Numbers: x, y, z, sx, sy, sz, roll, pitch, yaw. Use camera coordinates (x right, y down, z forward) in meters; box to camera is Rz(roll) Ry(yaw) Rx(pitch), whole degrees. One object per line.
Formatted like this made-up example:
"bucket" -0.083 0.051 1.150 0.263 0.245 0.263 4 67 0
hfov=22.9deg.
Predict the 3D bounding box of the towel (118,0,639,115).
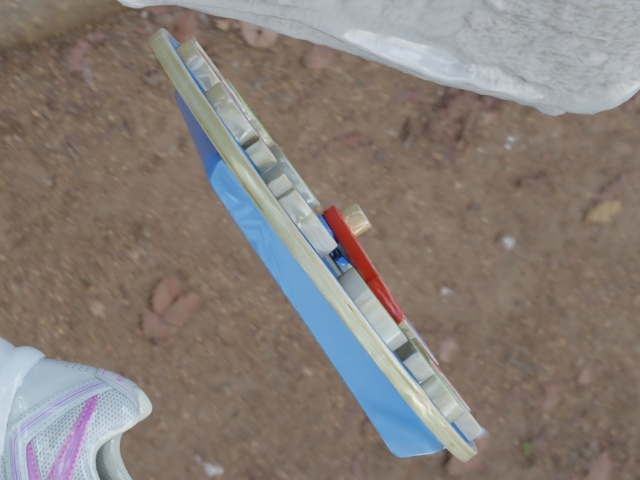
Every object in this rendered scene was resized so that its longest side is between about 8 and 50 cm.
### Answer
"towel" 0.028 -0.127 0.374 0.187 0.282 0.049 15 61 -1

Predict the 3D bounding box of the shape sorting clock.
"shape sorting clock" 0.000 0.000 0.619 0.040 0.206 0.206 -33 118 1

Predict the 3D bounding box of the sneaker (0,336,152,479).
"sneaker" -0.147 0.182 0.878 0.111 0.103 0.252 3 92 4
